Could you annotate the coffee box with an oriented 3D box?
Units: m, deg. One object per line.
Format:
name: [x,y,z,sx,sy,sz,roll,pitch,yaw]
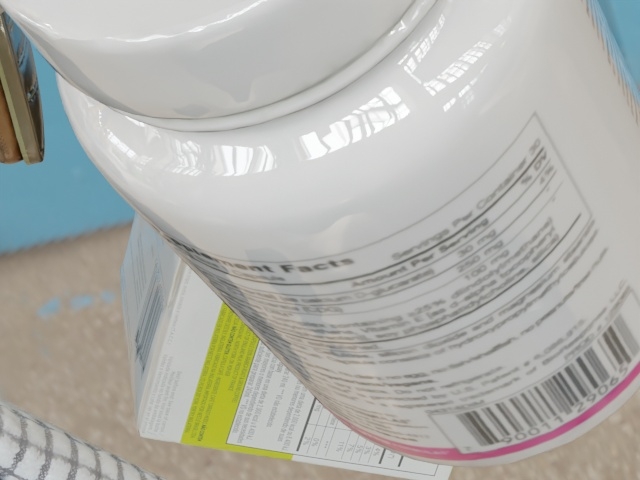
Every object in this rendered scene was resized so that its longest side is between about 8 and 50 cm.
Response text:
coffee box: [0.000,0.000,2.038,0.334,0.338,0.337,10,27,-14]

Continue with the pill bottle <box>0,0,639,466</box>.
pill bottle: [0.014,-0.047,0.639,0.160,0.283,0.160,-10,60,18]

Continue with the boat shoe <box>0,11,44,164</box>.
boat shoe: [-0.297,-0.193,1.540,0.104,0.307,0.110,-15,23,0]

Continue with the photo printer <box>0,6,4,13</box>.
photo printer: [-0.239,-0.237,0.957,0.256,0.107,0.307,-30,76,33]

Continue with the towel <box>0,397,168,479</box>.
towel: [-0.227,0.127,1.082,0.284,0.235,0.121,17,79,47]
